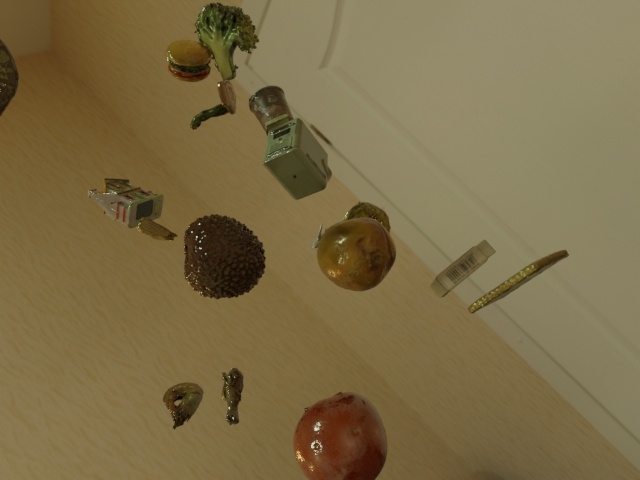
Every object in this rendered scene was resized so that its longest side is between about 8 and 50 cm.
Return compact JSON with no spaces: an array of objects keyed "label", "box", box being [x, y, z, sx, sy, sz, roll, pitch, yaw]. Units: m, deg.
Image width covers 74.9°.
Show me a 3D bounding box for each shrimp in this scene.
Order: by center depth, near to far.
[{"label":"shrimp","box":[-0.530,0.621,1.592,0.267,0.145,0.061,-109,35,-70]}]

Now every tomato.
[{"label":"tomato","box":[0.060,0.570,1.166,0.265,0.265,0.265,-45,-3,-3]}]

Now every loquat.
[{"label":"loquat","box":[0.121,0.042,1.504,0.276,0.276,0.284,-45,40,-10]}]

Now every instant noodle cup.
[{"label":"instant noodle cup","box":[-0.255,-0.687,2.267,0.217,0.207,0.217,-24,-18,-8]}]

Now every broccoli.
[{"label":"broccoli","box":[-0.345,-0.779,1.625,0.243,0.273,0.180,3,34,30]}]

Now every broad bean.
[{"label":"broad bean","box":[-0.415,-0.473,1.573,0.195,0.046,0.061,-25,-5,10]}]

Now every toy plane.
[{"label":"toy plane","box":[0.000,0.000,2.238,0.171,0.066,0.162,-62,-24,-58]}]

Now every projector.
[{"label":"projector","box":[-0.076,-0.274,1.463,0.163,0.242,0.177,-19,46,27]}]

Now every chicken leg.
[{"label":"chicken leg","box":[-0.319,0.558,1.499,0.125,0.081,0.196,103,164,-62]}]

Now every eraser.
[{"label":"eraser","box":[0.587,0.118,1.732,0.279,0.081,0.124,-36,-17,-13]}]

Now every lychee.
[{"label":"lychee","box":[-0.300,0.051,1.318,0.267,0.267,0.267,-45,-3,-3]}]

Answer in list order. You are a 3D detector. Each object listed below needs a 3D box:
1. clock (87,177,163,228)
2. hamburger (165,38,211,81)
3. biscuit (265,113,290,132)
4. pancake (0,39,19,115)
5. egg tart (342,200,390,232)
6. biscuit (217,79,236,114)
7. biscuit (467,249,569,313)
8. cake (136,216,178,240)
[{"label":"clock","box":[-1.005,-0.210,2.123,0.235,0.310,0.166,-42,-28,-62]},{"label":"hamburger","box":[-0.463,-0.633,1.475,0.162,0.162,0.115,-43,-21,-36]},{"label":"biscuit","box":[-0.186,-0.525,2.030,0.121,0.040,0.199,-22,-26,0]},{"label":"pancake","box":[-0.915,-0.412,1.043,0.288,0.286,0.033,-44,8,-7]},{"label":"egg tart","box":[0.194,-0.049,1.869,0.232,0.252,0.098,-4,2,0]},{"label":"biscuit","box":[-0.320,-0.503,1.468,0.023,0.118,0.140,-9,27,10]},{"label":"biscuit","box":[0.511,0.107,1.092,0.172,0.029,0.254,-13,-26,-36]},{"label":"cake","box":[-0.777,-0.038,2.001,0.079,0.116,0.185,-63,-23,-21]}]
